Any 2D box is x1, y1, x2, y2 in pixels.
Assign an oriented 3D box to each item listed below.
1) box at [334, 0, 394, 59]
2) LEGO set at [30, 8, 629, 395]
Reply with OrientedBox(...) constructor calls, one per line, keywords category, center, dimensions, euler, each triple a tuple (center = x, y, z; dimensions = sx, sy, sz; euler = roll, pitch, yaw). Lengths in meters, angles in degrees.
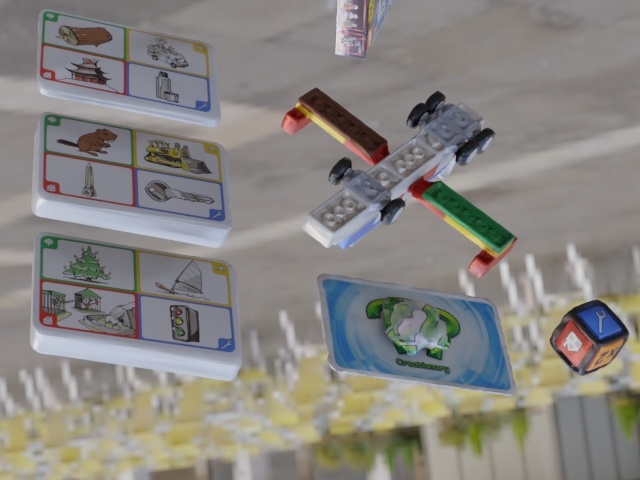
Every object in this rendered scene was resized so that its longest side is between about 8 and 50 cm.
OrientedBox(category="box", center=(0.038, -0.225, 1.348), dimensions=(0.027, 0.137, 0.094), euler=(12, -141, 12))
OrientedBox(category="LEGO set", center=(0.000, 0.000, 0.698), dimensions=(0.244, 0.182, 0.060), euler=(9, 134, -18))
